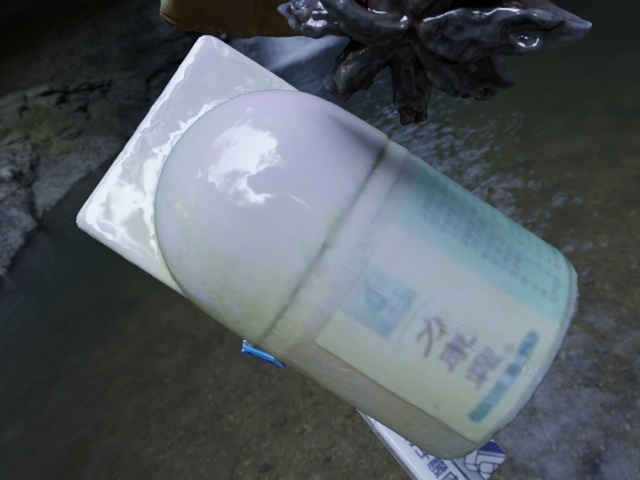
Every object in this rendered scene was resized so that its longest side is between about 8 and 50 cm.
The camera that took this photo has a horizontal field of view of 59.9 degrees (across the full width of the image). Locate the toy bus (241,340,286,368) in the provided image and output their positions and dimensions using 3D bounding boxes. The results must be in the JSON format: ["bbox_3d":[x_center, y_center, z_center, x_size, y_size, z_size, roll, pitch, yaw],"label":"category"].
[{"bbox_3d":[-0.081,0.164,0.851,0.083,0.038,0.046,10,60,43],"label":"toy bus"}]

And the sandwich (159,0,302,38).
[{"bbox_3d":[-0.092,-0.347,0.603,0.227,0.198,0.155,0,70,5],"label":"sandwich"}]

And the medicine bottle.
[{"bbox_3d":[0.000,0.000,0.532,0.236,0.406,0.236,-57,3,5],"label":"medicine bottle"}]

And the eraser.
[{"bbox_3d":[0.157,0.281,0.831,0.124,0.068,0.210,-37,69,-14],"label":"eraser"}]

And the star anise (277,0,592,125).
[{"bbox_3d":[0.047,-0.162,0.365,0.209,0.231,0.089,120,171,-50],"label":"star anise"}]
